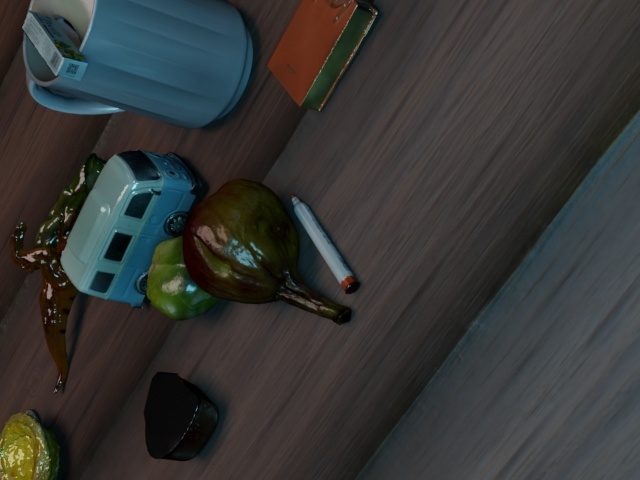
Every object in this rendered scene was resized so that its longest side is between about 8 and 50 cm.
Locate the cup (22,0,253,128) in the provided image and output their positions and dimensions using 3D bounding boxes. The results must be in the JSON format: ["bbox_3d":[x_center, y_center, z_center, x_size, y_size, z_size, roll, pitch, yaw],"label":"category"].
[{"bbox_3d":[-0.325,-0.310,1.797,0.323,0.327,0.237,-37,57,35],"label":"cup"}]

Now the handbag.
[{"bbox_3d":[0.001,-0.315,1.642,0.190,0.062,0.127,-57,45,25],"label":"handbag"}]

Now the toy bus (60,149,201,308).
[{"bbox_3d":[-0.342,-0.029,1.869,0.133,0.164,0.271,47,115,43],"label":"toy bus"}]

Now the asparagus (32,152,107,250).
[{"bbox_3d":[-0.515,-0.045,2.132,0.287,0.080,0.080,-52,48,22],"label":"asparagus"}]

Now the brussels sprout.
[{"bbox_3d":[-0.222,0.066,1.753,0.155,0.117,0.155,-47,29,37],"label":"brussels sprout"}]

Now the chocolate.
[{"bbox_3d":[-0.218,0.284,1.727,0.125,0.080,0.149,-29,52,27],"label":"chocolate"}]

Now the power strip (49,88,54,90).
[{"bbox_3d":[-0.550,-0.386,2.263,0.215,0.061,0.145,-43,51,34],"label":"power strip"}]

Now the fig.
[{"bbox_3d":[-0.088,0.022,1.576,0.290,0.190,0.191,29,102,48],"label":"fig"}]

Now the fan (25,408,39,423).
[{"bbox_3d":[-0.642,0.476,2.187,0.057,0.023,0.282,39,108,44],"label":"fan"}]

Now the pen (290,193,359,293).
[{"bbox_3d":[0.000,0.000,1.591,0.026,0.026,0.218,-54,47,24],"label":"pen"}]

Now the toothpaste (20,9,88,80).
[{"bbox_3d":[-0.407,-0.296,1.605,0.164,0.046,0.034,49,119,41],"label":"toothpaste"}]

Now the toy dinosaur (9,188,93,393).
[{"bbox_3d":[-0.526,0.064,2.073,0.208,0.097,0.432,25,106,5],"label":"toy dinosaur"}]

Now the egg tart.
[{"bbox_3d":[-0.569,0.432,2.076,0.191,0.074,0.191,-13,72,44],"label":"egg tart"}]
